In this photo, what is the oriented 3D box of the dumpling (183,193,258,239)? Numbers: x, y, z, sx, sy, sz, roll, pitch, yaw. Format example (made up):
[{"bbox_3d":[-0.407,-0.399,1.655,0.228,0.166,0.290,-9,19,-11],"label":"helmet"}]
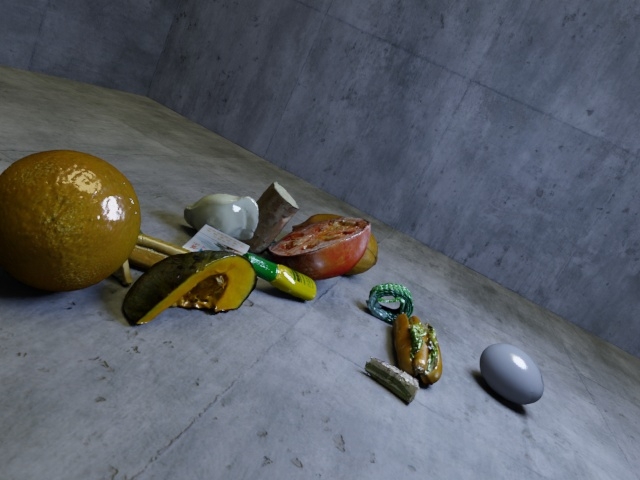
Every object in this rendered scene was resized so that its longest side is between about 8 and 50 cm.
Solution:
[{"bbox_3d":[-0.305,-0.066,1.486,0.250,0.163,0.132,-5,29,15],"label":"dumpling"}]

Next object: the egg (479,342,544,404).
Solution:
[{"bbox_3d":[0.555,0.387,1.412,0.146,0.147,0.199,14,26,-39],"label":"egg"}]

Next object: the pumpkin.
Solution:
[{"bbox_3d":[-0.280,0.067,1.057,0.148,0.169,0.312,36,17,24],"label":"pumpkin"}]

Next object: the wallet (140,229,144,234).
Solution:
[{"bbox_3d":[-0.561,-0.044,1.205,0.160,0.055,0.236,41,19,24],"label":"wallet"}]

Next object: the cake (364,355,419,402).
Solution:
[{"bbox_3d":[0.173,0.328,1.163,0.140,0.051,0.055,31,9,20],"label":"cake"}]

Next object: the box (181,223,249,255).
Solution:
[{"bbox_3d":[-0.290,0.041,1.328,0.149,0.067,0.233,24,16,-5],"label":"box"}]

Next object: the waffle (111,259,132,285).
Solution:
[{"bbox_3d":[-0.485,0.053,1.067,0.152,0.098,0.023,-3,7,21],"label":"waffle"}]

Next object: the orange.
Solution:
[{"bbox_3d":[-0.475,-0.036,0.908,0.274,0.274,0.274,24,15,-7],"label":"orange"}]

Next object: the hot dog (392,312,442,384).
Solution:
[{"bbox_3d":[0.276,0.291,1.360,0.135,0.100,0.337,27,15,0],"label":"hot dog"}]

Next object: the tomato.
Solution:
[{"bbox_3d":[0.005,0.042,1.551,0.338,0.144,0.338,-16,14,4],"label":"tomato"}]

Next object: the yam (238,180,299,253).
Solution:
[{"bbox_3d":[-0.177,-0.066,1.578,0.128,0.238,0.129,41,17,2],"label":"yam"}]

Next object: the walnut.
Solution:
[{"bbox_3d":[0.054,0.004,1.781,0.336,0.209,0.209,20,15,-3],"label":"walnut"}]

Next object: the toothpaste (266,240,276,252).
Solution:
[{"bbox_3d":[-0.186,0.004,1.682,0.193,0.045,0.071,42,29,29],"label":"toothpaste"}]

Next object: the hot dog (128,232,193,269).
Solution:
[{"bbox_3d":[-0.413,0.023,1.146,0.285,0.088,0.061,28,4,-23],"label":"hot dog"}]

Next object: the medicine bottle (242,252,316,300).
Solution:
[{"bbox_3d":[-0.115,0.099,1.339,0.260,0.064,0.095,29,17,-42],"label":"medicine bottle"}]

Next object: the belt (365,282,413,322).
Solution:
[{"bbox_3d":[0.220,0.201,1.539,0.151,0.121,0.079,15,19,4],"label":"belt"}]
